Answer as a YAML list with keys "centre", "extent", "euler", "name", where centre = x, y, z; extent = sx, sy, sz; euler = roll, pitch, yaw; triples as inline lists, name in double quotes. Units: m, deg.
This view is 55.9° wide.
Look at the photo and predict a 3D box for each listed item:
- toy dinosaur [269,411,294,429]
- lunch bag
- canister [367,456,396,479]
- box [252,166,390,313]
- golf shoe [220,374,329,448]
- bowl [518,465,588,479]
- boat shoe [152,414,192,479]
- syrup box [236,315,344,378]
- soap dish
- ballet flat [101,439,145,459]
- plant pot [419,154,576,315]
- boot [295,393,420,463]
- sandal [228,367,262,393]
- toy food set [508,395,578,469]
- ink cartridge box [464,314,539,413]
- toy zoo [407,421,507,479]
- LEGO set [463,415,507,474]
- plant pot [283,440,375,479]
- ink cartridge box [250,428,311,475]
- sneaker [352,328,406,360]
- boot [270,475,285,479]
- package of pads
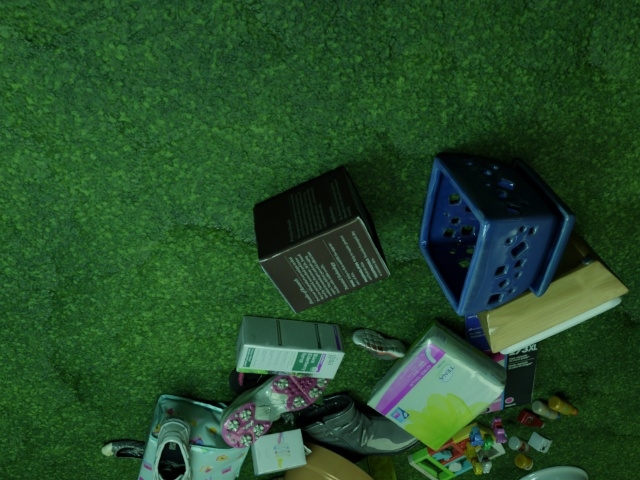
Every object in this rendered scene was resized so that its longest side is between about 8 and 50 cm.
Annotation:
- centre: [-0.102, 0.444, 1.561]
  extent: [0.268, 0.118, 0.064]
  euler: [-38, 91, 19]
  name: "toy dinosaur"
- centre: [-0.317, 0.533, 1.559]
  extent: [0.263, 0.160, 0.223]
  euler: [13, 125, -13]
  name: "lunch bag"
- centre: [0.188, 0.741, 1.841]
  extent: [0.074, 0.126, 0.169]
  euler: [-9, 132, -3]
  name: "canister"
- centre: [0.000, 0.000, 1.159]
  extent: [0.203, 0.168, 0.167]
  euler: [-23, 130, 10]
  name: "box"
- centre: [-0.120, 0.380, 1.493]
  extent: [0.306, 0.140, 0.115]
  euler: [-29, 103, -18]
  name: "golf shoe"
- centre: [0.808, 0.917, 2.090]
  extent: [0.298, 0.134, 0.297]
  euler: [-4, 130, -5]
  name: "bowl"
- centre: [-0.347, 0.539, 1.414]
  extent: [0.096, 0.088, 0.267]
  euler: [9, 115, -8]
  name: "boat shoe"
- centre: [-0.072, 0.249, 1.404]
  extent: [0.237, 0.096, 0.093]
  euler: [9, 127, -15]
  name: "syrup box"
- centre: [0.464, 0.096, 1.295]
  extent: [0.291, 0.229, 0.118]
  euler: [-29, 112, 14]
  name: "soap dish"
- centre: [-0.502, 0.574, 1.631]
  extent: [0.173, 0.049, 0.057]
  euler: [12, 126, -19]
  name: "ballet flat"
- centre: [0.339, -0.019, 1.166]
  extent: [0.212, 0.236, 0.235]
  euler: [-5, 129, -13]
  name: "plant pot"
- centre: [0.122, 0.491, 1.631]
  extent: [0.338, 0.118, 0.222]
  euler: [-26, 125, 8]
  name: "boot"
- centre: [-0.171, 0.326, 1.485]
  extent: [0.067, 0.040, 0.179]
  euler: [22, 123, -27]
  name: "sandal"
- centre: [0.647, 0.560, 1.766]
  extent: [0.105, 0.111, 0.232]
  euler: [27, 89, -28]
  name: "toy food set"
- centre: [0.471, 0.318, 1.579]
  extent: [0.176, 0.069, 0.370]
  euler: [-12, 128, 0]
  name: "ink cartridge box"
- centre: [0.443, 0.655, 1.874]
  extent: [0.293, 0.030, 0.192]
  euler: [-34, 127, 17]
  name: "toy zoo"
- centre: [0.478, 0.627, 1.774]
  extent: [0.087, 0.093, 0.227]
  euler: [-3, 130, -7]
  name: "LEGO set"
- centre: [0.002, 0.719, 1.652]
  extent: [0.291, 0.203, 0.290]
  euler: [25, 148, 17]
  name: "plant pot"
- centre: [-0.102, 0.548, 1.565]
  extent: [0.143, 0.089, 0.092]
  euler: [-6, 157, -16]
  name: "ink cartridge box"
- centre: [0.136, 0.268, 1.481]
  extent: [0.158, 0.061, 0.065]
  euler: [23, 129, -25]
  name: "sneaker"
- centre: [-0.127, 0.807, 1.879]
  extent: [0.153, 0.073, 0.197]
  euler: [-16, 118, 2]
  name: "boot"
- centre: [0.292, 0.371, 1.510]
  extent: [0.229, 0.101, 0.296]
  euler: [34, 122, 1]
  name: "package of pads"
